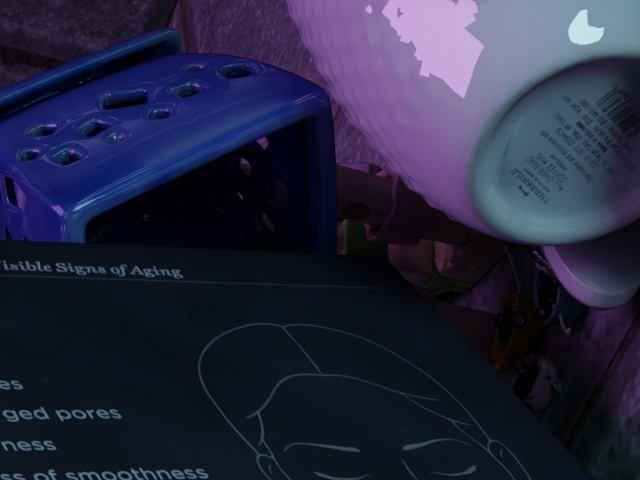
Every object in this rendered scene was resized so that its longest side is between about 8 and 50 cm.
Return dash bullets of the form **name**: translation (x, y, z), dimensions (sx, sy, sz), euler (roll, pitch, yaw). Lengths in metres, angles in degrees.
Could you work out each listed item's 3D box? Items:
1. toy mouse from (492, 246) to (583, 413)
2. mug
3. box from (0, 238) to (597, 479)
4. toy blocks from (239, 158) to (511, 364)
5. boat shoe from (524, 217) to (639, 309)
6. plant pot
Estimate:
- **toy mouse**: translation (0.170, 0.075, 1.481), dimensions (0.143, 0.031, 0.161), euler (155, 126, -69)
- **mug**: translation (0.107, -0.192, 1.318), dimensions (0.276, 0.374, 0.328), euler (-28, 46, 6)
- **box**: translation (-0.081, 0.235, 1.180), dimensions (0.472, 0.480, 0.297), euler (50, 127, 46)
- **toy blocks**: translation (0.000, 0.000, 1.695), dimensions (0.288, 0.260, 0.309), euler (128, 151, -55)
- **boat shoe**: translation (0.186, -0.011, 1.437), dimensions (0.219, 0.078, 0.070), euler (-97, 16, -53)
- **plant pot**: translation (-0.140, -0.016, 1.459), dimensions (0.212, 0.236, 0.236), euler (35, 140, 40)
